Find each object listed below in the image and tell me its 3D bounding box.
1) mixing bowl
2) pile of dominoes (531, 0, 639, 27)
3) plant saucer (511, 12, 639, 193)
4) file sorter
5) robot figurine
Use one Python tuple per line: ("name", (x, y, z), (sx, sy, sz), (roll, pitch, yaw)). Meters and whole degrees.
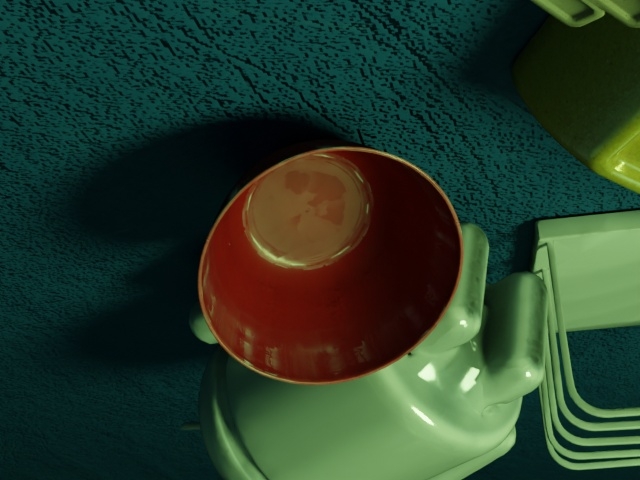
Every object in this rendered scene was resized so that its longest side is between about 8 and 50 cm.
("mixing bowl", (0.000, 0.000, 0.757), (0.181, 0.098, 0.182), (-5, 119, -9))
("pile of dominoes", (0.144, -0.152, 0.410), (0.251, 0.040, 0.196), (11, 161, 44))
("plant saucer", (0.297, -0.070, 0.542), (0.332, 0.081, 0.333), (23, 153, -5))
("file sorter", (0.297, 0.101, 0.996), (0.192, 0.173, 0.278), (-5, 158, 6))
("robot figurine", (0.031, 0.123, 0.934), (0.300, 0.200, 0.353), (41, 130, -19))
